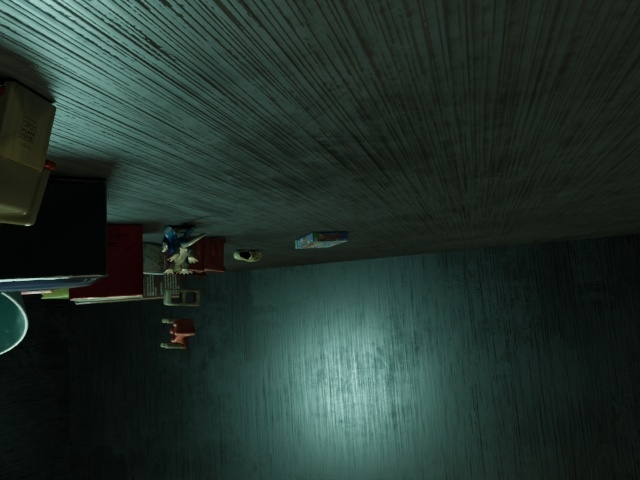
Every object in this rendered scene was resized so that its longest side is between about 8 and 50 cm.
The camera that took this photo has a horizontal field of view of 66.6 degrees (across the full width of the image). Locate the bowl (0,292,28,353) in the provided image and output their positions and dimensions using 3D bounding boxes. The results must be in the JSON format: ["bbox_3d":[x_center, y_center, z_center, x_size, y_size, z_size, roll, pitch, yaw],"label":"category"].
[{"bbox_3d":[-0.858,0.132,1.155,0.311,0.163,0.312,-10,136,-10],"label":"bowl"}]

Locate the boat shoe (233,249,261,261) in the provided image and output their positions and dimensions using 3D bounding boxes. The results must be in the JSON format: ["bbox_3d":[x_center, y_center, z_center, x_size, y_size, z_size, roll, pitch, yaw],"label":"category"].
[{"bbox_3d":[-0.308,0.067,2.105,0.135,0.050,0.045,2,176,-40],"label":"boat shoe"}]

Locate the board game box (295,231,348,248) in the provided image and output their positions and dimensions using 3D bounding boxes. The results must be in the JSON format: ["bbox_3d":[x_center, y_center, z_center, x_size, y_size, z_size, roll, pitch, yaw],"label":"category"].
[{"bbox_3d":[0.000,0.000,1.800,0.136,0.035,0.201,-2,173,-20],"label":"board game box"}]

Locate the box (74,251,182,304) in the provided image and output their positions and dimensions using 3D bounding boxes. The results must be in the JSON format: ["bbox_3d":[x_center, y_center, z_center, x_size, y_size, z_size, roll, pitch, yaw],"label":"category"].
[{"bbox_3d":[-0.736,0.141,1.881,0.381,0.191,0.143,0,172,-25],"label":"box"}]

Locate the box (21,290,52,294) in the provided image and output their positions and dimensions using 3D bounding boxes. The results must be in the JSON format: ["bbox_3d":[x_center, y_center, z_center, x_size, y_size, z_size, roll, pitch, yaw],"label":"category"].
[{"bbox_3d":[-0.852,0.068,1.316,0.256,0.123,0.128,-3,-155,-11],"label":"box"}]

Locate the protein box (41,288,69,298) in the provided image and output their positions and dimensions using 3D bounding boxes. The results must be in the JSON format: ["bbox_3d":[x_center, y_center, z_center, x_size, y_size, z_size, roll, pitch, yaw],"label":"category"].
[{"bbox_3d":[-0.756,0.113,1.575,0.199,0.136,0.201,-4,173,-6],"label":"protein box"}]

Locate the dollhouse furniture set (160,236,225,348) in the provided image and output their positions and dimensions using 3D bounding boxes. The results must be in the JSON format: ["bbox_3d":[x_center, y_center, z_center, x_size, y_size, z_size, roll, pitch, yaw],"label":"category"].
[{"bbox_3d":[-0.437,0.183,1.672,0.152,0.374,0.201,6,171,-32],"label":"dollhouse furniture set"}]

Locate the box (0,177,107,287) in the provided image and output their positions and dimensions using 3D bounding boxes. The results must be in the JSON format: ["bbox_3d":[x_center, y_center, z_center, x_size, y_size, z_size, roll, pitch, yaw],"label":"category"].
[{"bbox_3d":[-0.559,0.000,0.881,0.294,0.183,0.296,-2,173,-31],"label":"box"}]

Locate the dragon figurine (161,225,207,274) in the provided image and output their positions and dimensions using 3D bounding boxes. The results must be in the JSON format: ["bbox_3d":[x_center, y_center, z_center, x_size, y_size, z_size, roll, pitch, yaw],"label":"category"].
[{"bbox_3d":[-0.399,0.004,1.382,0.085,0.144,0.289,1,152,-26],"label":"dragon figurine"}]

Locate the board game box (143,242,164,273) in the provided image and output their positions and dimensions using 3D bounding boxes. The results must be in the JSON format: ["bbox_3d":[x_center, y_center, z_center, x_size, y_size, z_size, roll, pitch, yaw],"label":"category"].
[{"bbox_3d":[-0.594,0.064,1.691,0.026,0.104,0.154,-6,172,12],"label":"board game box"}]

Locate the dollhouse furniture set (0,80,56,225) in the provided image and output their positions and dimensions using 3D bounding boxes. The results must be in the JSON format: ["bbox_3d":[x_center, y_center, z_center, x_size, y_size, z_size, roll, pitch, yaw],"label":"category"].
[{"bbox_3d":[-0.428,-0.099,0.516,0.259,0.135,0.262,7,174,6],"label":"dollhouse furniture set"}]

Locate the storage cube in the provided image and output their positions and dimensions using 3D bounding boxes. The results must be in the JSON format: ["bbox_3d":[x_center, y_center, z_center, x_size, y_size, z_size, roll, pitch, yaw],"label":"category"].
[{"bbox_3d":[-0.585,0.066,1.344,0.183,0.193,0.215,-2,174,-20],"label":"storage cube"}]
